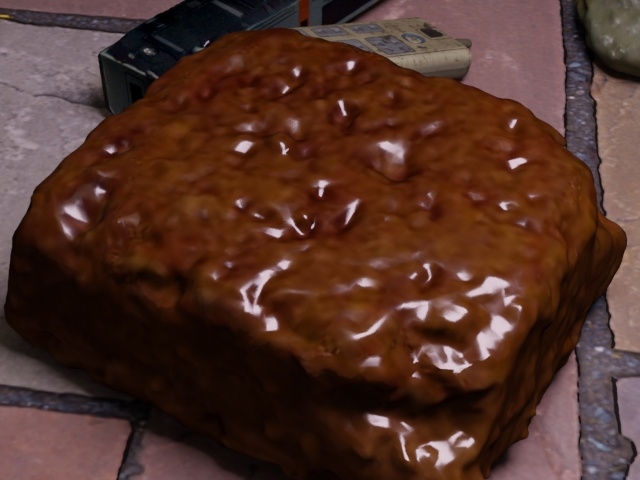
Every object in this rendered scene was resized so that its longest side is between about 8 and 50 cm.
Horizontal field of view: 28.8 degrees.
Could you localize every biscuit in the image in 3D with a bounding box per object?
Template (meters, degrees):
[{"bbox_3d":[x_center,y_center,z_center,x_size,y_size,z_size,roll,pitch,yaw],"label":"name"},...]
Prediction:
[{"bbox_3d":[0.000,0.000,0.931,0.395,0.166,0.342,21,43,22],"label":"biscuit"}]

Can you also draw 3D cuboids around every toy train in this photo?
[{"bbox_3d":[-0.044,-0.229,1.245,0.086,0.089,0.409,27,46,29],"label":"toy train"}]

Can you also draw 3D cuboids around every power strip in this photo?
[{"bbox_3d":[0.051,-0.179,1.197,0.268,0.034,0.092,-12,39,-38],"label":"power strip"}]

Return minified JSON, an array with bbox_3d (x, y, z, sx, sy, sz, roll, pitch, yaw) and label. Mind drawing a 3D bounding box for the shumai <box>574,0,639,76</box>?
[{"bbox_3d":[0.418,-0.318,1.236,0.304,0.263,0.309,5,41,6],"label":"shumai"}]
